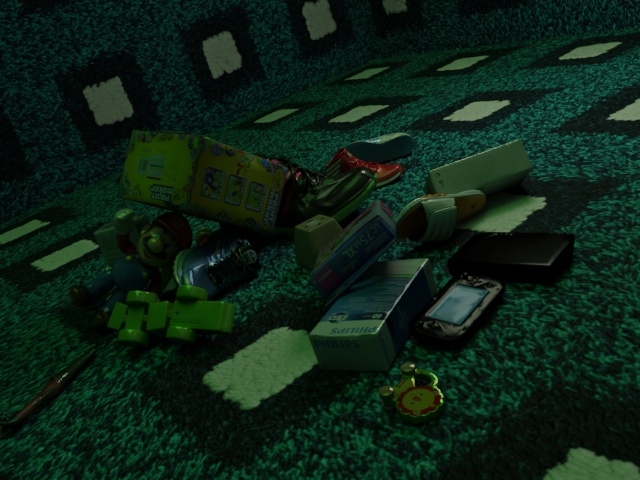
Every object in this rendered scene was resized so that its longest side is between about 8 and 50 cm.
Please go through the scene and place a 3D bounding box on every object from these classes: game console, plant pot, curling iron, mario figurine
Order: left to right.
[{"bbox_3d":[-0.555,0.298,1.418,0.068,0.035,0.274,-6,25,30],"label":"curling iron"},{"bbox_3d":[-0.435,0.056,1.623,0.320,0.198,0.170,-46,41,-6],"label":"mario figurine"},{"bbox_3d":[0.000,0.000,1.617,0.109,0.096,0.109,-27,22,-23],"label":"plant pot"},{"bbox_3d":[0.299,0.080,1.248,0.213,0.044,0.361,2,29,42],"label":"game console"}]

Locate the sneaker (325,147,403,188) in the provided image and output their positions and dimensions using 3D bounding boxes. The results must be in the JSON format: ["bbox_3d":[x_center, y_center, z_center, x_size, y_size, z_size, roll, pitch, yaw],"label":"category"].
[{"bbox_3d":[0.119,-0.213,2.001,0.221,0.128,0.087,-17,22,8],"label":"sneaker"}]

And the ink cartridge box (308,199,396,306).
[{"bbox_3d":[0.067,0.016,1.397,0.186,0.065,0.311,-43,7,11],"label":"ink cartridge box"}]

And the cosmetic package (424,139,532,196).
[{"bbox_3d":[0.368,-0.146,1.634,0.231,0.085,0.117,-19,-15,-3],"label":"cosmetic package"}]

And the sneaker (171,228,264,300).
[{"bbox_3d":[-0.231,0.050,1.641,0.147,0.130,0.330,-11,22,24],"label":"sneaker"}]

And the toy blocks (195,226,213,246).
[{"bbox_3d":[-0.354,0.021,1.914,0.123,0.054,0.148,-19,21,0],"label":"toy blocks"}]

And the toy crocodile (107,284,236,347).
[{"bbox_3d":[-0.321,0.168,1.472,0.340,0.105,0.115,-6,66,27],"label":"toy crocodile"}]

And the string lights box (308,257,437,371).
[{"bbox_3d":[0.100,0.127,1.245,0.133,0.077,0.259,-5,25,33],"label":"string lights box"}]

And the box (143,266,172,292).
[{"bbox_3d":[-0.455,0.110,1.792,0.109,0.042,0.178,-14,21,13],"label":"box"}]

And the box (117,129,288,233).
[{"bbox_3d":[-0.289,-0.145,1.713,0.290,0.177,0.279,11,-2,42],"label":"box"}]

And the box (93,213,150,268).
[{"bbox_3d":[-0.497,0.016,1.810,0.126,0.137,0.072,-12,19,18],"label":"box"}]

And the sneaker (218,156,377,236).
[{"bbox_3d":[-0.084,-0.126,1.850,0.483,0.202,0.185,-10,23,21],"label":"sneaker"}]

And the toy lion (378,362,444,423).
[{"bbox_3d":[0.143,0.229,1.027,0.096,0.034,0.100,9,33,37],"label":"toy lion"}]

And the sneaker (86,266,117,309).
[{"bbox_3d":[-0.563,0.121,1.786,0.144,0.059,0.053,-41,15,19],"label":"sneaker"}]

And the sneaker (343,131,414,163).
[{"bbox_3d":[0.184,-0.292,2.223,0.229,0.087,0.092,-8,15,7],"label":"sneaker"}]

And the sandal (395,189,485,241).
[{"bbox_3d":[0.278,-0.050,1.517,0.265,0.102,0.076,-16,48,-28],"label":"sandal"}]
